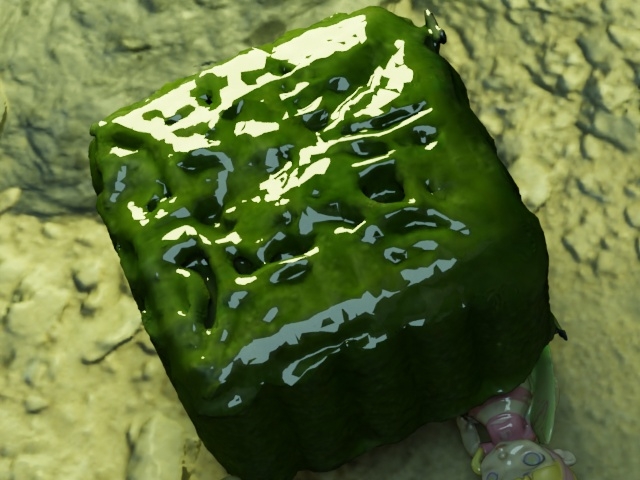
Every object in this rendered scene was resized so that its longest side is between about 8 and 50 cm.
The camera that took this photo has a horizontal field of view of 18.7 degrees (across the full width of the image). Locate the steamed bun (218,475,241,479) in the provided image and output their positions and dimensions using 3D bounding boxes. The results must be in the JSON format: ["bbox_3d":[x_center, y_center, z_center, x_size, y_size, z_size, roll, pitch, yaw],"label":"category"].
[{"bbox_3d":[-0.059,0.290,1.142,0.292,0.137,0.295,-49,48,5],"label":"steamed bun"}]

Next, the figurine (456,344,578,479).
[{"bbox_3d":[0.127,0.124,1.244,0.083,0.083,0.187,-15,53,-1],"label":"figurine"}]

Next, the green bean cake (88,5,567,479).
[{"bbox_3d":[0.000,0.000,1.227,0.247,0.156,0.250,-22,53,-4],"label":"green bean cake"}]
